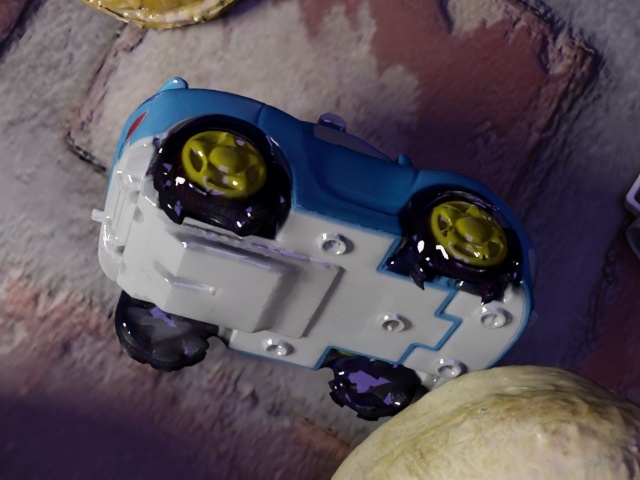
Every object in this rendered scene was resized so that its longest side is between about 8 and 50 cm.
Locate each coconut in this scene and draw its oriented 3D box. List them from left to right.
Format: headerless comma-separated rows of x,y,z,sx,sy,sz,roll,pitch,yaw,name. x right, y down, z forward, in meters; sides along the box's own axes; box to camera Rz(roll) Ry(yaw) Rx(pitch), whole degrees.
0.136,0.235,0.572,0.297,0.254,0.297,-1,106,-2,coconut

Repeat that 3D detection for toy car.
0.000,0.000,0.654,0.314,0.198,0.166,15,50,-10,toy car

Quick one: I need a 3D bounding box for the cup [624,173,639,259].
0.303,-0.035,0.764,0.116,0.074,0.104,-40,68,-7,cup

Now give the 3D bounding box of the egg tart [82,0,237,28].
-0.129,-0.254,0.706,0.191,0.074,0.191,1,84,-8,egg tart
